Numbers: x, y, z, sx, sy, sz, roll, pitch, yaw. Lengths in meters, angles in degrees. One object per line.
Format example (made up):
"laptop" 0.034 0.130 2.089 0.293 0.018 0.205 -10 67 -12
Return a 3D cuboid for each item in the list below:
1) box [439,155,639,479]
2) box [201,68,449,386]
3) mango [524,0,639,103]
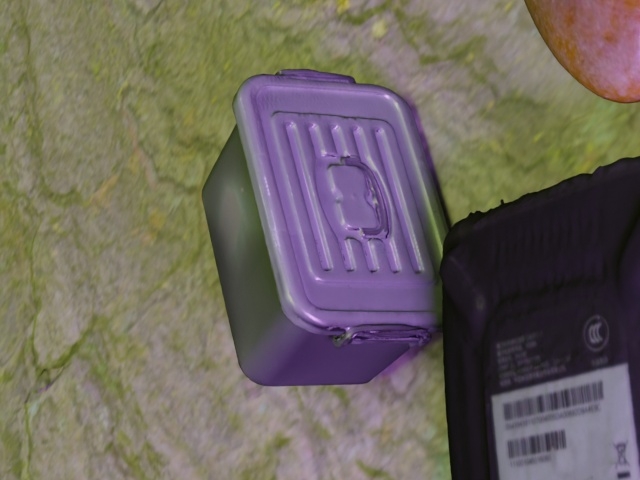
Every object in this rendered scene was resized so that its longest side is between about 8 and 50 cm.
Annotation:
"box" 0.190 0.128 1.178 0.359 0.091 0.350 -23 68 62
"box" 0.000 0.000 1.442 0.135 0.163 0.243 -52 46 48
"mango" 0.210 -0.279 1.155 0.221 0.199 0.384 4 94 46
